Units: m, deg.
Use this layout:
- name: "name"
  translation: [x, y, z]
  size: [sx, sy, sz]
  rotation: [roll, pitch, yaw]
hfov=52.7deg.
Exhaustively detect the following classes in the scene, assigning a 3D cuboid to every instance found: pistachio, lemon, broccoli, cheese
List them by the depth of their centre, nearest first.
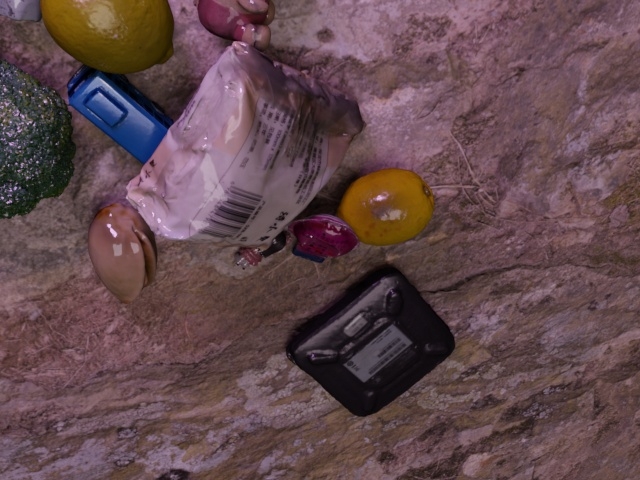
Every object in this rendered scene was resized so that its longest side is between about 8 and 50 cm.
- name: "lemon"
  translation: [-0.334, -0.362, 1.040]
  size: [0.248, 0.184, 0.184]
  rotation: [24, 112, -42]
- name: "broccoli"
  translation: [-0.545, -0.169, 1.081]
  size: [0.241, 0.269, 0.261]
  rotation: [-19, 158, 37]
- name: "pistachio"
  translation: [-0.396, 0.023, 1.295]
  size: [0.143, 0.144, 0.215]
  rotation: [-6, 128, -14]
- name: "cheese"
  translation: [0.000, 0.000, 1.375]
  size: [0.155, 0.062, 0.244]
  rotation: [19, 158, -8]
- name: "lemon"
  translation: [0.139, -0.071, 1.381]
  size: [0.207, 0.170, 0.170]
  rotation: [-15, 126, 11]

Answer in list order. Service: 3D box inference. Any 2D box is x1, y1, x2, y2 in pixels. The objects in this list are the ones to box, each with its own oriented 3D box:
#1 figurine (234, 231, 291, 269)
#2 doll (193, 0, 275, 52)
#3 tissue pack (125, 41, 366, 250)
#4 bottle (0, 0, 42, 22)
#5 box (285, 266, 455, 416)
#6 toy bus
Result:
- name: "figurine"
  translation: [-0.127, 0.020, 1.421]
  size: [0.129, 0.054, 0.072]
  rotation: [-38, 132, 10]
- name: "doll"
  translation: [-0.120, -0.453, 1.050]
  size: [0.152, 0.196, 0.256]
  rotation: [-17, 134, -28]
- name: "tissue pack"
  translation: [-0.123, -0.148, 1.196]
  size: [0.376, 0.195, 0.390]
  rotation: [-50, 148, 18]
- name: "bottle"
  translation: [-0.458, -0.479, 0.989]
  size: [0.083, 0.083, 0.270]
  rotation: [4, 115, -20]
- name: "box"
  translation: [0.134, 0.267, 1.635]
  size: [0.359, 0.091, 0.350]
  rotation: [-40, 124, 7]
- name: "toy bus"
  translation: [-0.357, -0.233, 1.159]
  size: [0.090, 0.106, 0.184]
  rotation: [-40, 124, 13]
